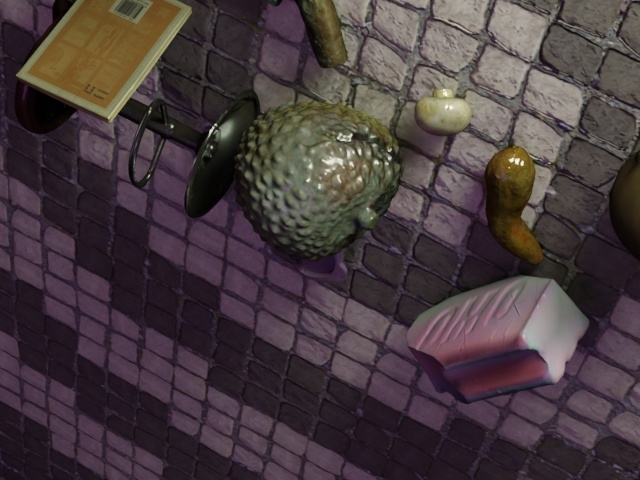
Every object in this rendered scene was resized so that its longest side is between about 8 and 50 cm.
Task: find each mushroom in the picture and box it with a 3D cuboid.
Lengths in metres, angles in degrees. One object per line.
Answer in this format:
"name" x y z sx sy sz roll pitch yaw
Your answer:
"mushroom" 0.176 -0.185 1.871 0.083 0.083 0.068 -2 86 39

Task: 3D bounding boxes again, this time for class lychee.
"lychee" -0.007 -0.101 1.958 0.274 0.255 0.255 51 152 31

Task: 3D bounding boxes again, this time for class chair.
"chair" -0.321 -0.221 2.090 0.401 0.226 0.226 28 142 13

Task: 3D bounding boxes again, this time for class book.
"book" -0.329 -0.303 1.997 0.170 0.242 0.018 26 154 13

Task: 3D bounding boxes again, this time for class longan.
"longan" 0.465 -0.048 1.712 0.189 0.189 0.189 21 140 19

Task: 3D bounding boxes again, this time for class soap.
"soap" 0.266 0.156 2.059 0.109 0.193 0.324 50 141 -14

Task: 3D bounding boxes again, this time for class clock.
"clock" 0.000 0.000 2.214 0.110 0.050 0.153 13 137 27

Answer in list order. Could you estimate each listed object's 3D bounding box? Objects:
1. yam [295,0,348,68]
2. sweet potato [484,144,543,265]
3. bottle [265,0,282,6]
"yam" -0.016 -0.362 1.842 0.061 0.061 0.274 9 136 31
"sweet potato" 0.285 -0.047 1.942 0.081 0.062 0.233 12 139 26
"bottle" -0.093 -0.375 1.908 0.083 0.030 0.030 30 142 9
